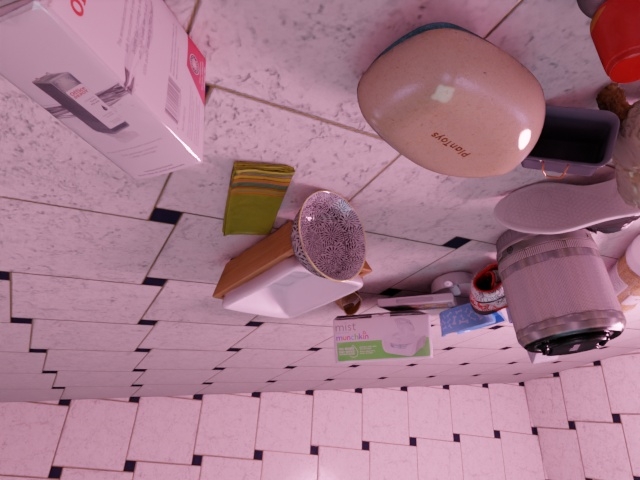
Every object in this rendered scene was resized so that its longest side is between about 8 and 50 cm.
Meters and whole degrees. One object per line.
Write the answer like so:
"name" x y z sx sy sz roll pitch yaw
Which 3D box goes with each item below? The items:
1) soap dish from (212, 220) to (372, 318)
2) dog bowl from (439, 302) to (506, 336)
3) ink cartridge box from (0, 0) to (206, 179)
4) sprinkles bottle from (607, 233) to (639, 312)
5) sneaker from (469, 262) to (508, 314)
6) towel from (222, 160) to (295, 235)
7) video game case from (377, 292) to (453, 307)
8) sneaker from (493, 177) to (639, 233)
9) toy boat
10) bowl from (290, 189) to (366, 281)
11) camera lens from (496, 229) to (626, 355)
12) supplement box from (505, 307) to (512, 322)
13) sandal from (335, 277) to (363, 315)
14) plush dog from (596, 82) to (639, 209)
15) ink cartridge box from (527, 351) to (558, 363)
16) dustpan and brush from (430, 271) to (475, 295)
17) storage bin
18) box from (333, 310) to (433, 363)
"soap dish" -0.067 0.074 1.057 0.228 0.118 0.290 17 145 -39
"dog bowl" 0.480 0.246 1.513 0.165 0.074 0.297 -25 161 31
"ink cartridge box" -0.204 -0.184 0.456 0.092 0.159 0.218 -12 153 13
"sprinkles bottle" 0.860 0.096 1.299 0.121 0.121 0.355 -11 154 10
"sneaker" 0.525 0.104 1.259 0.269 0.090 0.145 -23 141 6
"towel" -0.121 -0.066 0.871 0.102 0.021 0.237 3 153 -16
"video game case" 0.289 0.185 1.393 0.206 0.026 0.227 -7 166 17
"sneaker" 0.499 -0.053 0.941 0.295 0.105 0.147 -9 162 17
"toy boat" 0.219 -0.197 0.570 0.267 0.148 0.318 24 149 -38
"bowl" 0.000 0.000 0.876 0.170 0.170 0.080 18 154 -40
"camera lens" 0.533 0.109 1.078 0.219 0.275 0.219 -5 154 -3
"supplement box" 0.670 0.168 1.414 0.219 0.111 0.114 -7 154 2
"sandal" 0.076 0.168 1.320 0.088 0.079 0.240 -3 154 -7
"plush dog" 0.544 -0.174 0.669 0.225 0.211 0.262 -28 177 12
"ink cartridge box" 0.590 0.240 1.279 0.072 0.128 0.175 -15 145 9
"dustpan and brush" 0.361 0.120 1.306 0.147 0.061 0.211 -16 152 20
"storage bin" 0.364 -0.137 0.720 0.135 0.098 0.091 13 174 27
"box" 0.173 0.268 1.360 0.261 0.127 0.231 -4 174 3
